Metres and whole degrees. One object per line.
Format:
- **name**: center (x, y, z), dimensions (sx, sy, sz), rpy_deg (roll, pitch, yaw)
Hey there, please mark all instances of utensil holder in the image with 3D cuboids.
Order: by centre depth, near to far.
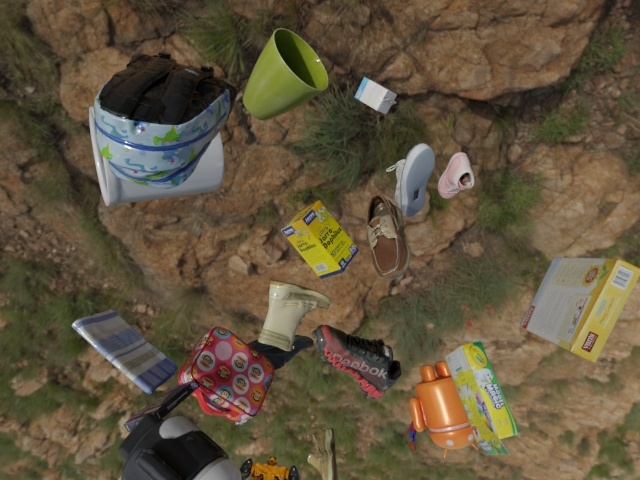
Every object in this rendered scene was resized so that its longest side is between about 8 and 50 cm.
- **utensil holder**: center (-0.577, -0.306, 1.474), dimensions (0.386, 0.327, 0.327), rpy_deg (-11, 142, -30)

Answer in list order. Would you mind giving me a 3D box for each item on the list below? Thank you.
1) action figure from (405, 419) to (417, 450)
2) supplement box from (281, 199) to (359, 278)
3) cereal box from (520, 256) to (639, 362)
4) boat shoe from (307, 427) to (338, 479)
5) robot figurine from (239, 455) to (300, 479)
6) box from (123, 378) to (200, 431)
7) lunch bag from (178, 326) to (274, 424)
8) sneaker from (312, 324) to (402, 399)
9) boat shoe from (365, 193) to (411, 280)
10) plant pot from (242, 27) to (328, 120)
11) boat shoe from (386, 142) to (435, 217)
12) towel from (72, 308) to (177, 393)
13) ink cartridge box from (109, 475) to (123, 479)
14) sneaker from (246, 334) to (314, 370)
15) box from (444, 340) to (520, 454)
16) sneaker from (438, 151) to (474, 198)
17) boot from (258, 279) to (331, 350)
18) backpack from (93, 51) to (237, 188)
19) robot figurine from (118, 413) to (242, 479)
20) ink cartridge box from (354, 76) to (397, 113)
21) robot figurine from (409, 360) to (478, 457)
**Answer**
- **action figure**: center (0.328, 0.689, 1.478), dimensions (0.038, 0.115, 0.030), rpy_deg (45, 123, -8)
- **supplement box**: center (0.000, 0.000, 2.215), dimensions (0.356, 0.194, 0.195), rpy_deg (51, 140, -14)
- **cereal box**: center (0.474, 0.117, 0.783), dimensions (0.047, 0.240, 0.173), rpy_deg (26, 92, 8)
- **boat shoe**: center (0.004, 0.548, 1.032), dimensions (0.072, 0.190, 0.068), rpy_deg (-5, 100, 0)
- **robot figurine**: center (-0.164, 0.763, 1.159), dimensions (0.211, 0.291, 0.085), rpy_deg (9, 132, 2)
- **box**: center (-0.405, 0.424, 1.071), dimensions (0.116, 0.162, 0.029), rpy_deg (-26, 91, 26)
- **lunch bag**: center (-0.310, 0.460, 1.376), dimensions (0.293, 0.258, 0.120), rpy_deg (42, 127, -16)
- **sneaker**: center (0.101, 0.283, 1.035), dimensions (0.135, 0.097, 0.276), rpy_deg (-39, 113, 18)
- **boat shoe**: center (0.184, -0.018, 1.239), dimensions (0.123, 0.324, 0.116), rpy_deg (-29, 125, 22)
- **plant pot**: center (-0.166, -0.617, 1.636), dimensions (0.275, 0.274, 0.294), rpy_deg (34, 133, -29)
- **boat shoe**: center (0.329, -0.251, 1.571), dimensions (0.136, 0.156, 0.367), rpy_deg (-32, 150, -10)
- **towel**: center (-0.545, 0.307, 1.180), dimensions (0.285, 0.209, 0.034), rpy_deg (41, 89, 2)
- **ink cartridge box**: center (-0.486, 0.700, 1.120), dimensions (0.171, 0.056, 0.235), rpy_deg (41, 160, -15)
- **sneaker**: center (-0.158, 0.452, 1.674), dimensions (0.287, 0.130, 0.109), rpy_deg (-3, 170, -26)
- **box**: center (0.284, 0.278, 0.730), dimensions (0.043, 0.179, 0.105), rpy_deg (-10, 154, -7)
- **sneaker**: center (0.309, -0.128, 0.945), dimensions (0.051, 0.070, 0.134), rpy_deg (-4, 143, -7)
- **boot**: center (-0.077, 0.247, 1.310), dimensions (0.095, 0.203, 0.262), rpy_deg (3, 166, 39)
- **backpack**: center (-0.377, -0.289, 0.988), dimensions (0.290, 0.355, 0.273), rpy_deg (15, 113, -13)
- **robot figurine**: center (-0.296, 0.491, 0.870), dimensions (0.278, 0.209, 0.173), rpy_deg (27, 102, 26)
- **ink cartridge box**: center (0.231, -0.583, 1.684), dimensions (0.092, 0.143, 0.089), rpy_deg (-7, 132, -54)
- **robot figurine**: center (0.319, 0.419, 1.043), dimensions (0.158, 0.219, 0.128), rpy_deg (2, 156, -40)
